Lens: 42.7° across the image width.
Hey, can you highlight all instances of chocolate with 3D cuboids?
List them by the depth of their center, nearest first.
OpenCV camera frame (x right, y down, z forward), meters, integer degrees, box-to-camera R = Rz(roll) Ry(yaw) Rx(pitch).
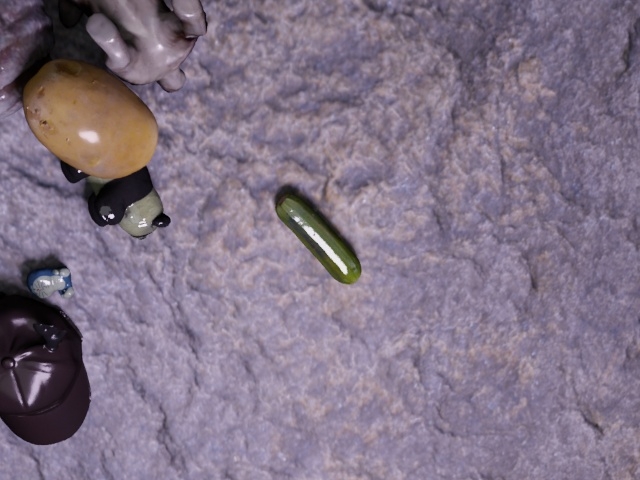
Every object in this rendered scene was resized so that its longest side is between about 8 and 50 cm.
[{"bbox_3d":[-0.544,-0.307,1.319,0.213,0.303,0.303,16,102,-37],"label":"chocolate"}]

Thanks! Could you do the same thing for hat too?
[{"bbox_3d":[-0.545,0.262,1.500,0.238,0.209,0.336,-20,109,-8],"label":"hat"}]

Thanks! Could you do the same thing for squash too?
[{"bbox_3d":[0.000,0.000,1.611,0.066,0.066,0.229,-43,107,2],"label":"squash"}]

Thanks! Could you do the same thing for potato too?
[{"bbox_3d":[-0.366,-0.187,1.315,0.150,0.146,0.234,-39,128,24],"label":"potato"}]

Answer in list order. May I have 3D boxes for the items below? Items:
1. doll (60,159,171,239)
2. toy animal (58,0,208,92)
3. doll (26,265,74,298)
[{"bbox_3d":[-0.368,-0.103,1.470,0.135,0.143,0.234,-31,104,-17],"label":"doll"},{"bbox_3d":[-0.341,-0.402,1.362,0.194,0.303,0.344,-35,85,-5],"label":"toy animal"},{"bbox_3d":[-0.507,0.080,1.540,0.083,0.050,0.076,-11,125,-10],"label":"doll"}]
